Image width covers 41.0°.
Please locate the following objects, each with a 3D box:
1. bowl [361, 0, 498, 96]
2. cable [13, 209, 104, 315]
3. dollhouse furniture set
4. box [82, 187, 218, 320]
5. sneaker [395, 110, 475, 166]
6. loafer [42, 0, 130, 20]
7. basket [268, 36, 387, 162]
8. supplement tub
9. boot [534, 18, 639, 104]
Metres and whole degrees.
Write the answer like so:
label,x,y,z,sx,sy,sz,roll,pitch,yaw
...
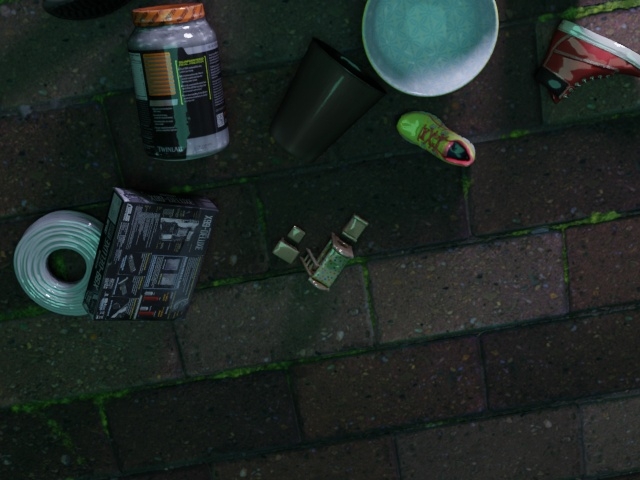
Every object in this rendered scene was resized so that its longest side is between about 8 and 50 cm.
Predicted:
label,x,y,z,sx,sy,sz,roll,pitch,yaw
bowl,0.227,-0.467,1.847,0.289,0.156,0.290,0,110,-1
cable,-0.602,0.058,2.048,0.257,0.089,0.257,-14,110,3
dollhouse furniture set,0.000,0.000,2.038,0.160,0.101,0.182,31,106,-12
box,-0.395,0.039,1.995,0.242,0.076,0.308,4,114,-38
sneaker,0.271,-0.232,1.966,0.208,0.094,0.082,24,109,-8
loafer,-0.428,-0.587,1.817,0.365,0.134,0.130,-26,85,-3
basket,0.001,-0.298,1.910,0.204,0.154,0.227,34,109,-11
supplement tub,-0.309,-0.345,1.857,0.193,0.193,0.316,-4,110,0
boot,0.616,-0.370,1.934,0.244,0.088,0.176,23,108,-1
